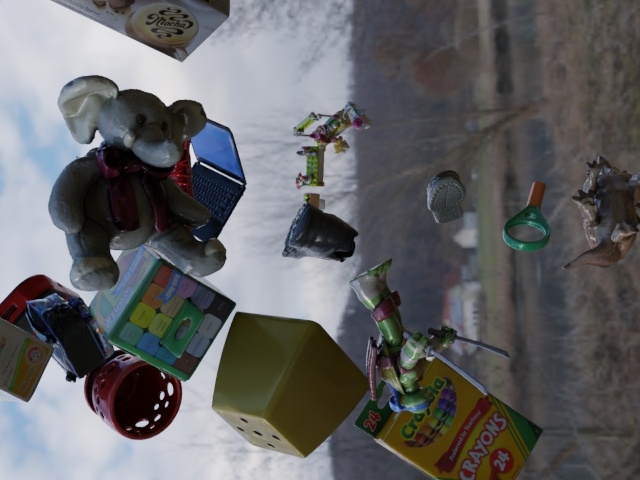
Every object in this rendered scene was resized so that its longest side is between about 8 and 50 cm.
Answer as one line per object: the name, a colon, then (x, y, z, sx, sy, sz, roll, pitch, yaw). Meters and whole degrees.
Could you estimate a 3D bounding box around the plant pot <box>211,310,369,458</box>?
plant pot: (-0.073, 0.273, 1.707, 0.212, 0.212, 0.187, 52, -124, -37)

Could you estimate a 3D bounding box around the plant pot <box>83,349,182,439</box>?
plant pot: (-0.445, 0.354, 2.178, 0.191, 0.174, 0.191, -5, -82, -40)

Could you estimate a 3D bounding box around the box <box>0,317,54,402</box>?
box: (-0.558, 0.175, 1.516, 0.203, 0.114, 0.103, 37, -119, -33)

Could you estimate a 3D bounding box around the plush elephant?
plush elephant: (-0.286, -0.114, 1.451, 0.330, 0.272, 0.255, 49, 127, 38)

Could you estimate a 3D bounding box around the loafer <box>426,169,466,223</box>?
loafer: (0.288, -0.115, 2.216, 0.251, 0.095, 0.087, 70, -177, -71)

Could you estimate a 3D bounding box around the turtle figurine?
turtle figurine: (0.180, 0.151, 1.626, 0.198, 0.275, 0.266, -26, -93, -44)

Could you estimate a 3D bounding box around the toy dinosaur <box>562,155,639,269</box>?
toy dinosaur: (0.499, -0.037, 1.591, 0.200, 0.127, 0.295, 71, -141, -56)

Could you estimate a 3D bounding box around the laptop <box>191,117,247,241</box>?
laptop: (-0.303, -0.158, 2.283, 0.137, 0.234, 0.264, 32, -92, -44)

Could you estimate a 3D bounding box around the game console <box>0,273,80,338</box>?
game console: (-0.749, 0.253, 2.231, 0.386, 0.060, 0.342, -48, -7, -8)

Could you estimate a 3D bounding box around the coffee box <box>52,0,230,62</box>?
coffee box: (-0.333, -0.470, 1.711, 0.297, 0.168, 0.118, 22, -128, -36)

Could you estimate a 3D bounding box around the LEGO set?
LEGO set: (-0.011, -0.194, 2.090, 0.107, 0.132, 0.287, -3, -47, -48)

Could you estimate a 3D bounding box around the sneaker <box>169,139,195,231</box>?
sneaker: (-0.278, -0.127, 1.758, 0.128, 0.087, 0.221, 99, 161, -57)

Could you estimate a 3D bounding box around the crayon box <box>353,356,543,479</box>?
crayon box: (0.251, 0.370, 1.836, 0.202, 0.319, 0.081, -57, 5, -13)

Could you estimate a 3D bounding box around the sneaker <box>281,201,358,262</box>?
sneaker: (0.000, 0.000, 1.813, 0.286, 0.130, 0.109, 177, 113, -84)

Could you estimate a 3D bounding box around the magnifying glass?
magnifying glass: (0.429, -0.052, 1.899, 0.231, 0.092, 0.026, -59, -26, -51)

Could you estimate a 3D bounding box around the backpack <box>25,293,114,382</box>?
backpack: (-0.526, 0.182, 1.925, 0.117, 0.173, 0.158, -35, -43, -22)

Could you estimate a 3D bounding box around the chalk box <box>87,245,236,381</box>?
chalk box: (-0.293, 0.130, 1.740, 0.180, 0.179, 0.289, -58, 25, -3)
